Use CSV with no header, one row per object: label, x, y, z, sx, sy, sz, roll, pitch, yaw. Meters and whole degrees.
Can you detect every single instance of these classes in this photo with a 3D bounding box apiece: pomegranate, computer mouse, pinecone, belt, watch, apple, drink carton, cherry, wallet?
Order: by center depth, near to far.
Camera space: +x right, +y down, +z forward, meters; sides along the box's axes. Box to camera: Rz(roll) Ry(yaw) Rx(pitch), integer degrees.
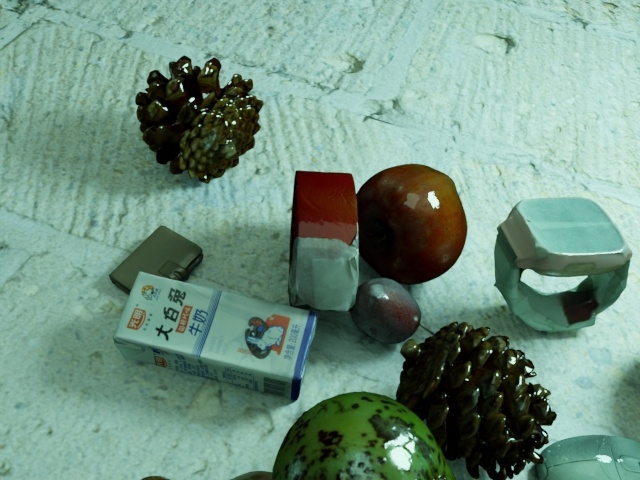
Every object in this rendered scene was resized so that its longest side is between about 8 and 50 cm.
pomegranate,0.012,0.363,0.979,0.341,0.285,0.285,-15,43,24
pinecone,0.234,0.244,1.120,0.273,0.224,0.224,33,50,-4
computer mouse,0.456,0.362,1.135,0.229,0.068,0.113,2,49,-5
drink carton,-0.172,0.160,1.202,0.315,0.106,0.130,12,58,4
cherry,0.135,0.136,1.253,0.188,0.148,0.115,37,62,23
belt,0.000,0.000,1.286,0.115,0.227,0.324,2,31,-4
watch,0.425,0.057,1.291,0.253,0.241,0.161,-1,45,-11
wallet,-0.301,0.048,1.341,0.118,0.038,0.152,30,55,19
apple,0.168,-0.037,1.361,0.234,0.234,0.234,4,48,-4
pinecone,-0.265,-0.261,1.488,0.264,0.264,0.264,4,48,-4

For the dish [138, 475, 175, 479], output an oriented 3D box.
dish,-0.225,0.409,1.005,0.141,0.078,0.141,35,14,-10
